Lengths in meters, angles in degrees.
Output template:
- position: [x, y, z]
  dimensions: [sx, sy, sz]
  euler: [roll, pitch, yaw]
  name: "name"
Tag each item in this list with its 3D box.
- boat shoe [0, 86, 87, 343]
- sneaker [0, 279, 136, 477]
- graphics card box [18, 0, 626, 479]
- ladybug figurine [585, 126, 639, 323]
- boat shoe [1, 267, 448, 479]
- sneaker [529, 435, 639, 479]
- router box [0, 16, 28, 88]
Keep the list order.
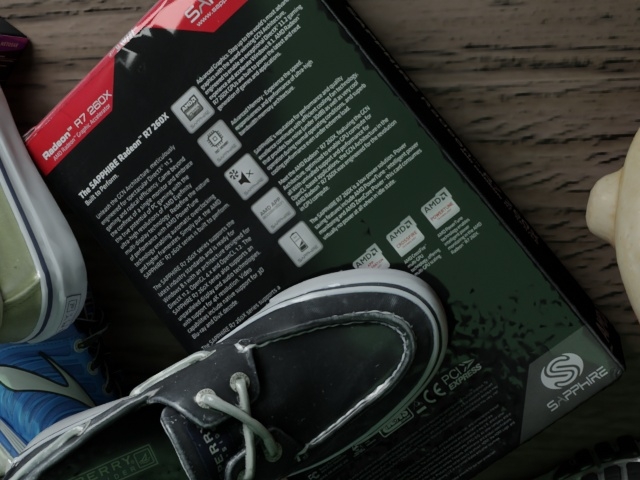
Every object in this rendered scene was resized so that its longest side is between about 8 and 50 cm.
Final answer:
- position: [-0.261, -0.062, 0.615]
  dimensions: [0.109, 0.094, 0.302]
  euler: [-46, 71, 24]
  name: "boat shoe"
- position: [-0.187, 0.103, 0.680]
  dimensions: [0.330, 0.130, 0.147]
  euler: [32, 83, -10]
  name: "sneaker"
- position: [0.000, 0.000, 0.640]
  dimensions: [0.233, 0.094, 0.371]
  euler: [-40, 87, 17]
  name: "graphics card box"
- position: [0.366, 0.029, 0.490]
  dimensions: [0.449, 0.162, 0.305]
  euler: [15, 72, 13]
  name: "ladybug figurine"
- position: [-0.061, 0.110, 0.554]
  dimensions: [0.301, 0.102, 0.108]
  euler: [-23, 95, 4]
  name: "boat shoe"
- position: [0.188, 0.204, 0.642]
  dimensions: [0.208, 0.081, 0.094]
  euler: [-24, 100, 23]
  name: "sneaker"
- position: [-0.333, -0.151, 0.722]
  dimensions: [0.179, 0.046, 0.133]
  euler: [37, 105, 6]
  name: "router box"
